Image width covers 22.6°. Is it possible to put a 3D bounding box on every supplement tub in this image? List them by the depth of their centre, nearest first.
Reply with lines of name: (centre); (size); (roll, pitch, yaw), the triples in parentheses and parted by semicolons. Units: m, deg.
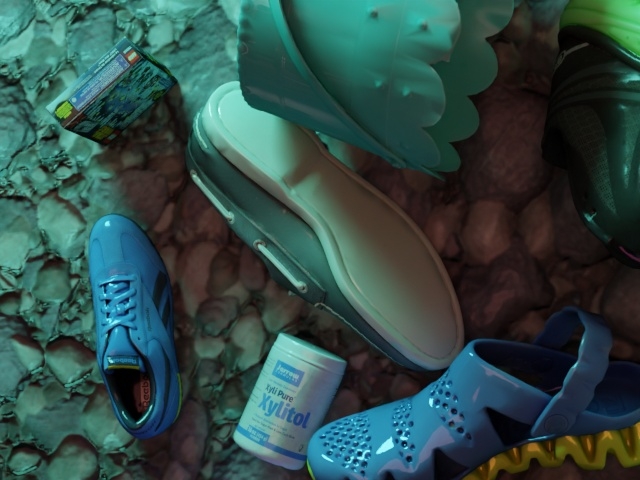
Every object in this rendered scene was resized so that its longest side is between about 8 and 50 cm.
supplement tub: (-0.027, 0.144, 1.431); (0.071, 0.071, 0.107); (23, 91, 8)

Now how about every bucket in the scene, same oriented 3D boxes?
bucket: (0.055, -0.205, 1.345); (0.183, 0.281, 0.281); (15, 89, 12)

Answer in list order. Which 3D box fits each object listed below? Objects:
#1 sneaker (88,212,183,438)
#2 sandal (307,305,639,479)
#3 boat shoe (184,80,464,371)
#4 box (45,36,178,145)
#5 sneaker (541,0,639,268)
sneaker: (-0.172, 0.075, 1.450); (0.069, 0.082, 0.209); (-12, 84, 9)
sandal: (0.138, 0.138, 1.365); (0.317, 0.126, 0.138); (-16, 124, 0)
boat shoe: (0.000, 0.000, 1.439); (0.319, 0.116, 0.099); (47, 137, 1)
box: (-0.184, -0.131, 1.432); (0.094, 0.137, 0.027); (-41, 82, 5)
sneaker: (0.315, -0.051, 1.239); (0.185, 0.483, 0.202); (13, 107, -20)
